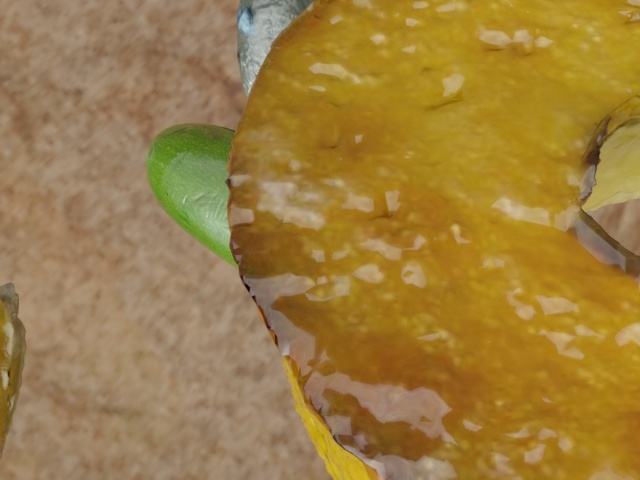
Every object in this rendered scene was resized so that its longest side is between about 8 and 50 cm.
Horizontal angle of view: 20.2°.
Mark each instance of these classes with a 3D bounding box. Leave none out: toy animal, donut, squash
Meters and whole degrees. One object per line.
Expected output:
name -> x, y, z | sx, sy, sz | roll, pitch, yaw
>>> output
toy animal -> -0.027, -0.234, 1.456 | 0.070, 0.079, 0.252 | 6, 86, -4
donut -> 0.049, 0.002, 0.510 | 0.152, 0.259, 0.101 | 3, 143, 0
squash -> -0.002, 0.000, 1.154 | 0.292, 0.082, 0.082 | 29, 122, 25

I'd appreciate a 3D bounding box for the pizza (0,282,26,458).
pizza -> -0.238, 0.068, 0.599 | 0.071, 0.297, 0.189 | 11, 88, 46
